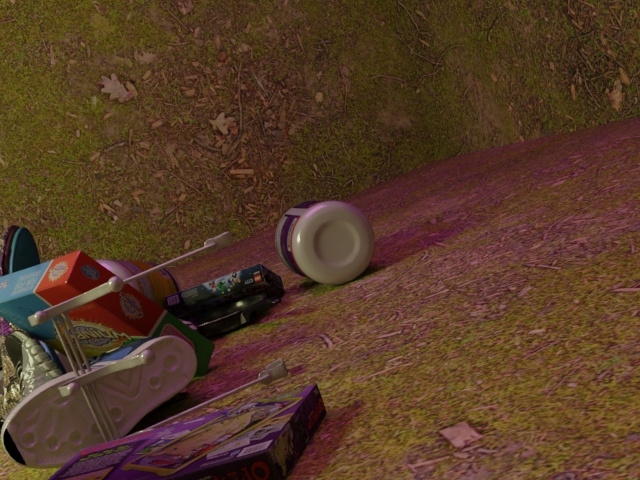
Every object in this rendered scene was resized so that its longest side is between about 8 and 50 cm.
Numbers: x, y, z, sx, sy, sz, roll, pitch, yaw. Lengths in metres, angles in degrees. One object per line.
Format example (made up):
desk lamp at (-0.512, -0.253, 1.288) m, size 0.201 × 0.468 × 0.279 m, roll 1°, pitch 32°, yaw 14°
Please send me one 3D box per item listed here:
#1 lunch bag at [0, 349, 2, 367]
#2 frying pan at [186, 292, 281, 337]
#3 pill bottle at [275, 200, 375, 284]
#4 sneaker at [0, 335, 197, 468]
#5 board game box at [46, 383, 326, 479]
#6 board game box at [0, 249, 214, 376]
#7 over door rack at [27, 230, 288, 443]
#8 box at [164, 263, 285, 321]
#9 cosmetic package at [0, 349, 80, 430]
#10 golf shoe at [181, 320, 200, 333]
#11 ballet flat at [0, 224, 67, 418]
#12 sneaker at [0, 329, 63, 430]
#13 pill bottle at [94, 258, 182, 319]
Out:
lunch bag at (-0.779, 0.201, 2.075) m, size 0.256 × 0.213 × 0.305 m, roll -3°, pitch -4°, yaw -33°
frying pan at (-0.152, 0.145, 2.029) m, size 0.326 × 0.053 × 0.197 m, roll -16°, pitch 8°, yaw 35°
pill bottle at (0.000, 0.000, 2.199) m, size 0.181 × 0.182 × 0.323 m, roll -22°, pitch 6°, yaw -10°
sneaker at (-0.358, 0.255, 1.518) m, size 0.322 × 0.130 × 0.236 m, roll -28°, pitch 1°, yaw -31°
board game box at (-0.178, 0.266, 1.155) m, size 0.346 × 0.056 × 0.208 m, roll -18°, pitch 11°, yaw 18°
board game box at (-0.378, 0.148, 1.683) m, size 0.242 × 0.316 × 0.064 m, roll -16°, pitch 47°, yaw 39°
over door rack at (-0.217, 0.147, 1.389) m, size 0.324 × 0.240 × 0.108 m, roll -24°, pitch 5°, yaw -23°
box at (-0.213, 0.123, 2.194) m, size 0.233 × 0.044 × 0.159 m, roll -20°, pitch -17°, yaw 10°
cosmetic package at (-0.702, 0.330, 2.038) m, size 0.377 × 0.098 × 0.284 m, roll -15°, pitch 5°, yaw 38°
golf shoe at (-0.292, 0.179, 1.901) m, size 0.077 × 0.094 × 0.198 m, roll -36°, pitch 11°, yaw 3°
ballet flat at (-0.607, 0.164, 1.875) m, size 0.182 × 0.164 × 0.483 m, roll -24°, pitch 51°, yaw -6°
sneaker at (-0.501, 0.255, 1.641) m, size 0.132 × 0.228 × 0.086 m, roll -35°, pitch -30°, yaw -29°
pill bottle at (-0.449, 0.136, 2.132) m, size 0.187 × 0.188 × 0.334 m, roll -19°, pitch -8°, yaw 15°
